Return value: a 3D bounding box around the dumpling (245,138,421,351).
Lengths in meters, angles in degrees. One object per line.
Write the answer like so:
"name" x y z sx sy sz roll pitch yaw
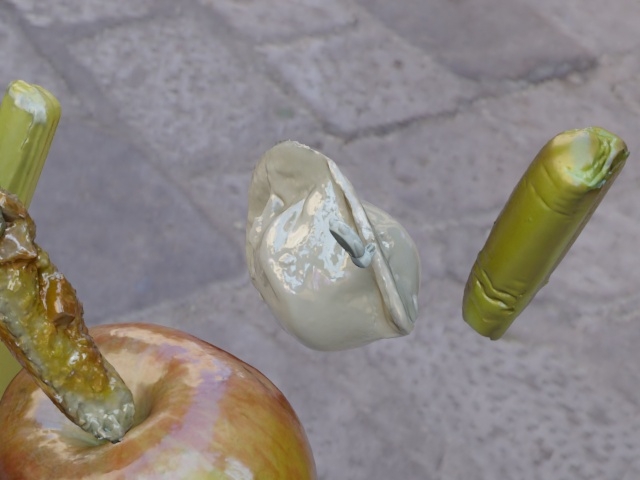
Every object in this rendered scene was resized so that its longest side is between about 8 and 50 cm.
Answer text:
"dumpling" 0.000 0.000 2.070 0.233 0.316 0.395 -20 15 -27

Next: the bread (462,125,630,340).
"bread" 0.312 -0.015 2.070 0.112 0.383 0.166 36 44 12

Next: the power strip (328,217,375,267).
"power strip" 0.042 -0.001 1.763 0.035 0.083 0.055 -45 40 -11

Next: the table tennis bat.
"table tennis bat" -0.324 0.018 1.387 0.224 0.369 0.054 31 22 32

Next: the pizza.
"pizza" -0.204 -0.001 0.859 0.058 0.197 0.292 -39 79 -14

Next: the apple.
"apple" -0.142 0.233 1.219 0.301 0.301 0.301 11 37 -9
